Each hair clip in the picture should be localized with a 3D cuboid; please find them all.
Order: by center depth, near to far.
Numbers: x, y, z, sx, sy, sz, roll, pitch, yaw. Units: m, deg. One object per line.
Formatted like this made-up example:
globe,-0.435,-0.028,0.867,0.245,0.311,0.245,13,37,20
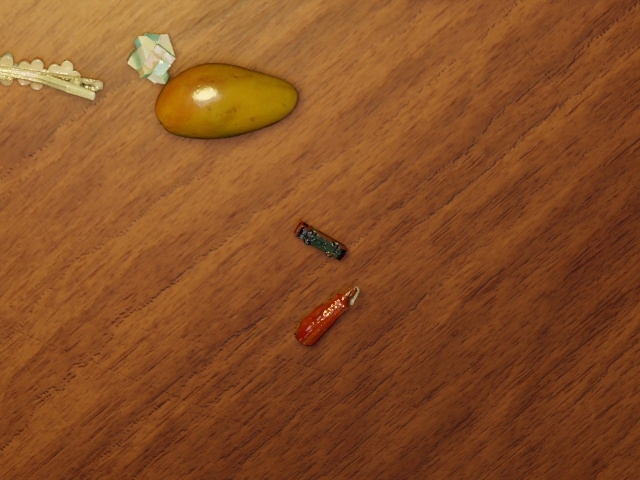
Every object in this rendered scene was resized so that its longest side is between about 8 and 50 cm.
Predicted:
hair clip,-0.481,-0.284,1.706,0.214,0.056,0.062,12,125,-6

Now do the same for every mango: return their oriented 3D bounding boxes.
mango,-0.162,-0.245,1.737,0.254,0.113,0.138,-7,131,-13

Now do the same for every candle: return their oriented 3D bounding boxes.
candle,0.014,0.145,1.963,0.053,0.048,0.162,45,99,-5

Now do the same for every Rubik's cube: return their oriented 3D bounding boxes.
Rubik's cube,-0.289,-0.316,1.711,0.075,0.073,0.084,17,110,-16

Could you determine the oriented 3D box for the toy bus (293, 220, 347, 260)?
toy bus,0.000,0.000,1.904,0.110,0.043,0.031,30,107,-21
